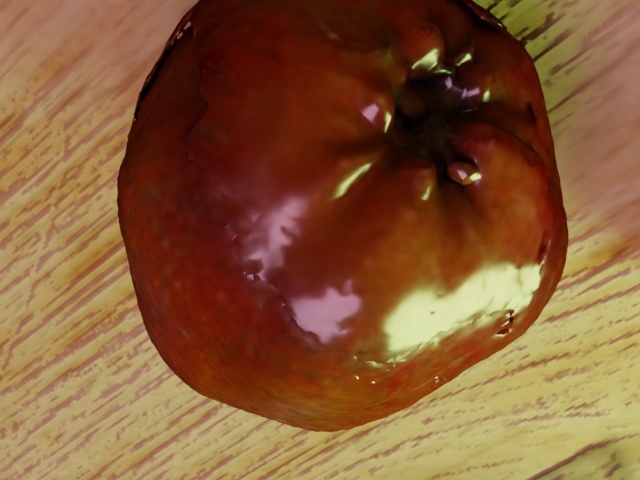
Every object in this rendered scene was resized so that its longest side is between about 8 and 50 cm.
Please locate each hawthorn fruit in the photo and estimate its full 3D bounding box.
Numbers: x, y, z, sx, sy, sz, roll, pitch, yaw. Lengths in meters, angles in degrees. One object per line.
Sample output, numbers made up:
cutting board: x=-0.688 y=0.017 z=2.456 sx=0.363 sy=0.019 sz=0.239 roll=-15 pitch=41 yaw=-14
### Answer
hawthorn fruit: x=0.000 y=0.000 z=0.950 sx=0.211 sy=0.211 sz=0.299 roll=22 pitch=148 yaw=-1
